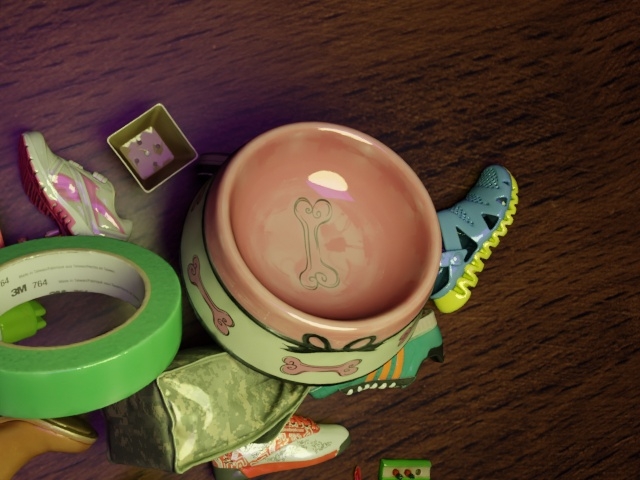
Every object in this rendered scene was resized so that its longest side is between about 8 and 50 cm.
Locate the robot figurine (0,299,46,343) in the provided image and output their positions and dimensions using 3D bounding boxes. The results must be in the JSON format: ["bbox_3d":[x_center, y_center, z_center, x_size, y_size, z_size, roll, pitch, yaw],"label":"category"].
[{"bbox_3d":[-0.505,0.133,1.129,0.115,0.067,0.101,-19,129,-42],"label":"robot figurine"}]

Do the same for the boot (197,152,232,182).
[{"bbox_3d":[-0.083,0.028,1.257,0.377,0.138,0.284,24,83,-27],"label":"boot"}]

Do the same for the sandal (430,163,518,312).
[{"bbox_3d":[0.280,-0.020,1.397,0.138,0.126,0.318,32,79,-14],"label":"sandal"}]

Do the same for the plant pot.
[{"bbox_3d":[-0.289,-0.152,1.195,0.109,0.096,0.109,-38,103,-15],"label":"plant pot"}]

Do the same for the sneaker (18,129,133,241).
[{"bbox_3d":[-0.404,-0.076,1.161,0.111,0.103,0.252,-36,99,-33],"label":"sneaker"}]

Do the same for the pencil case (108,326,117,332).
[{"bbox_3d":[-0.312,0.251,1.202,0.086,0.088,0.206,-19,99,-8],"label":"pencil case"}]

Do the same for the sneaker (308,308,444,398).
[{"bbox_3d":[0.114,0.246,1.346,0.302,0.108,0.121,-24,95,-19],"label":"sneaker"}]

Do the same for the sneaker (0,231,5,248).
[{"bbox_3d":[-0.557,-0.065,1.067,0.116,0.136,0.314,-37,107,-37],"label":"sneaker"}]

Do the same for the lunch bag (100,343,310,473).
[{"bbox_3d":[-0.173,0.245,1.107,0.286,0.235,0.169,-12,89,-42],"label":"lunch bag"}]

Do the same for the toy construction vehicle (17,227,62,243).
[{"bbox_3d":[-0.452,0.033,1.173,0.085,0.035,0.098,-18,97,-19],"label":"toy construction vehicle"}]

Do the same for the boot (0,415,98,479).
[{"bbox_3d":[-0.518,0.370,1.117,0.283,0.109,0.220,15,85,-18],"label":"boot"}]

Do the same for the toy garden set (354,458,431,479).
[{"bbox_3d":[0.119,0.560,1.387,0.203,0.049,0.245,7,89,-20],"label":"toy garden set"}]

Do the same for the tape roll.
[{"bbox_3d":[-0.353,0.103,0.963,0.321,0.321,0.077,-7,123,-20],"label":"tape roll"}]

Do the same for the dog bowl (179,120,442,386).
[{"bbox_3d":[0.000,0.000,1.051,0.407,0.150,0.408,8,62,-15],"label":"dog bowl"}]

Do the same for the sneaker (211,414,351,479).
[{"bbox_3d":[-0.074,0.340,1.290,0.269,0.090,0.145,-9,97,-17],"label":"sneaker"}]
